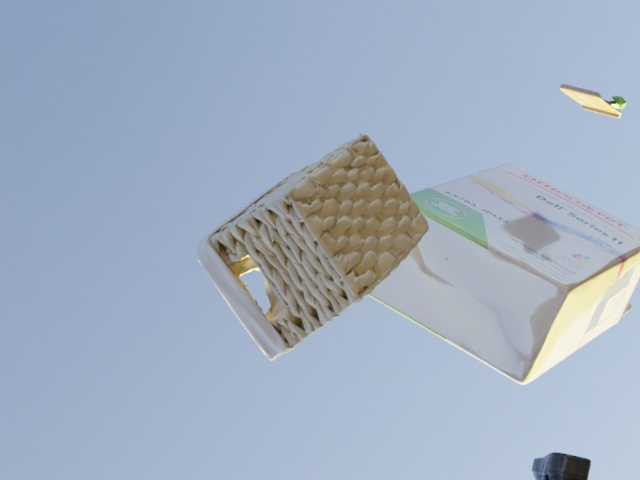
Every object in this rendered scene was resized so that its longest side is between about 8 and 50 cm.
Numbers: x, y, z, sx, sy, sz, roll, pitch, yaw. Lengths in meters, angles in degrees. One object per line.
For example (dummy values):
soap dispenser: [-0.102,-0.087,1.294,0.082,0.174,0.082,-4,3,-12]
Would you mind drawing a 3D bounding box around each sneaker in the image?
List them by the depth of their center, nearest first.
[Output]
sneaker: [0.214,0.240,1.260,0.170,0.051,0.089,75,-156,-75]

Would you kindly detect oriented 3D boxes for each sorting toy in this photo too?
sorting toy: [0.323,-0.160,1.615,0.062,0.083,0.012,30,-97,-49]

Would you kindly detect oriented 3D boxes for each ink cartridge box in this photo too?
ink cartridge box: [0.226,0.018,1.532,0.353,0.207,0.119,-19,-46,-58]

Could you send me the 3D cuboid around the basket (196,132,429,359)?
basket: [0.000,0.000,1.119,0.113,0.103,0.167,55,-146,-4]
